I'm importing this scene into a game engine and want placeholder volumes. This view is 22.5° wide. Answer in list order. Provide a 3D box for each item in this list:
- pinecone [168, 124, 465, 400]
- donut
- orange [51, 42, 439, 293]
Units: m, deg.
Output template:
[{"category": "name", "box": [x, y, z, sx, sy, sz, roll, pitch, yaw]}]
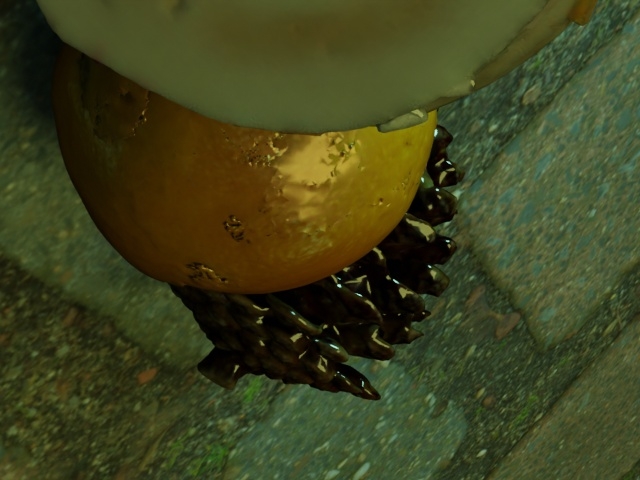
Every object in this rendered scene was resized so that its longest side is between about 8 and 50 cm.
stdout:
[{"category": "pinecone", "box": [0.000, 0.000, 1.233, 0.272, 0.224, 0.224, -52, 154, -12]}, {"category": "donut", "box": [-0.022, -0.229, 0.773, 0.142, 0.382, 0.382, -61, 171, -49]}, {"category": "orange", "box": [-0.049, -0.082, 1.019, 0.246, 0.246, 0.246, -34, 150, -23]}]
